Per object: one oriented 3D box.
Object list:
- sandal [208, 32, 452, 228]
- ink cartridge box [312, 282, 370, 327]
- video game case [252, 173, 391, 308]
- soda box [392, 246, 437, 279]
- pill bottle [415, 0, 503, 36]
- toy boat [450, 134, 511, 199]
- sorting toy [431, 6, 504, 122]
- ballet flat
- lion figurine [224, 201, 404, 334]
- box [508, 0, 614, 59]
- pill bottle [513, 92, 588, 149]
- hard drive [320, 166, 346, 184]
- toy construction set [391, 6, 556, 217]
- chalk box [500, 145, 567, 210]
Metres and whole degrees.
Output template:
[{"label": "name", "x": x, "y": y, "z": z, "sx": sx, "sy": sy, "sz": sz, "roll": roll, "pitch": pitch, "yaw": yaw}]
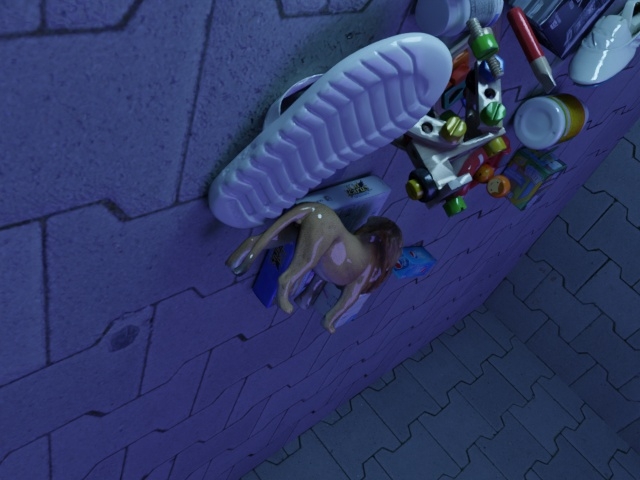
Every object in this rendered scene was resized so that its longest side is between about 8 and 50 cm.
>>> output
[{"label": "sandal", "x": -0.006, "y": -0.175, "z": 0.832, "sx": 0.416, "sy": 0.102, "sz": 0.169, "roll": -34, "pitch": 144, "yaw": 10}, {"label": "ink cartridge box", "x": 0.063, "y": 0.146, "z": 1.506, "sx": 0.092, "sy": 0.090, "sz": 0.143, "roll": -17, "pitch": 145, "yaw": -48}, {"label": "video game case", "x": 0.000, "y": 0.000, "z": 1.180, "sx": 0.244, "sy": 0.061, "sz": 0.270, "roll": -22, "pitch": 149, "yaw": -42}, {"label": "soda box", "x": 0.281, "y": 0.067, "z": 1.754, "sx": 0.067, "sy": 0.071, "sz": 0.210, "roll": -51, "pitch": 156, "yaw": 21}, {"label": "pill bottle", "x": 0.214, "y": -0.360, "z": 0.881, "sx": 0.137, "sy": 0.078, "sz": 0.078, "roll": -26, "pitch": 152, "yaw": -36}, {"label": "toy boat", "x": 0.426, "y": -0.169, "z": 1.477, "sx": 0.231, "sy": 0.151, "sz": 0.151, "roll": -33, "pitch": 155, "yaw": -24}, {"label": "sorting toy", "x": 0.291, "y": -0.329, "z": 1.104, "sx": 0.196, "sy": 0.047, "sz": 0.348, "roll": -42, "pitch": 157, "yaw": -3}, {"label": "ballet flat", "x": 0.765, "y": -0.537, "z": 1.457, "sx": 0.400, "sy": 0.139, "sz": 0.139, "roll": -38, "pitch": 157, "yaw": -24}, {"label": "lion figurine", "x": 0.016, "y": 0.020, "z": 0.997, "sx": 0.240, "sy": 0.142, "sz": 0.392, "roll": -52, "pitch": 152, "yaw": 2}, {"label": "box", "x": 0.469, "y": -0.467, "z": 1.002, "sx": 0.242, "sy": 0.076, "sz": 0.307, "roll": -53, "pitch": 160, "yaw": 22}, {"label": "pill bottle", "x": 0.648, "y": -0.335, "z": 1.570, "sx": 0.245, "sy": 0.136, "sz": 0.136, "roll": -20, "pitch": 148, "yaw": -44}, {"label": "hard drive", "x": 0.001, "y": -0.136, "z": 0.995, "sx": 0.135, "sy": 0.022, "sz": 0.094, "roll": -21, "pitch": 149, "yaw": -43}, {"label": "toy construction set", "x": 0.245, "y": -0.181, "z": 0.927, "sx": 0.257, "sy": 0.237, "sz": 0.309, "roll": -11, "pitch": 164, "yaw": -36}, {"label": "chalk box", "x": 0.690, "y": -0.227, "z": 1.844, "sx": 0.132, "sy": 0.132, "sz": 0.213, "roll": -22, "pitch": 149, "yaw": -39}]
